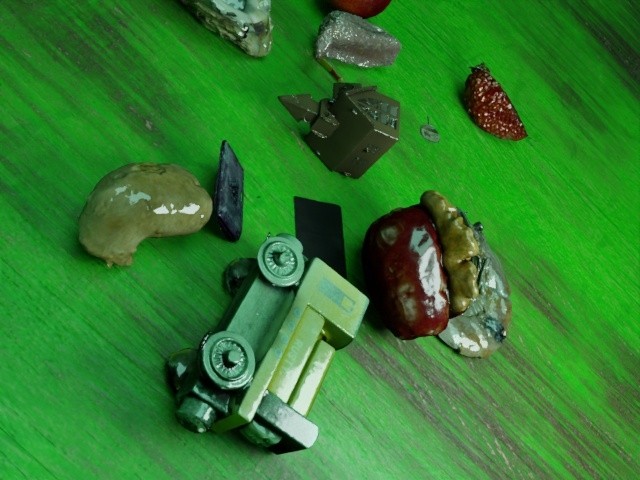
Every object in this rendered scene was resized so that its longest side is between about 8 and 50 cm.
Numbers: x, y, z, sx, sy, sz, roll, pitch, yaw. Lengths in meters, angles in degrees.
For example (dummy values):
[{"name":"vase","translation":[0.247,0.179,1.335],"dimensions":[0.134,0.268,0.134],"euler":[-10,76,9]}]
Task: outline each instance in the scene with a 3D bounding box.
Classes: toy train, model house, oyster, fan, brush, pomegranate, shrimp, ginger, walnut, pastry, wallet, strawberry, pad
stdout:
[{"name":"toy train","translation":[-0.080,0.173,1.073],"dimensions":[0.253,0.160,0.397],"euler":[39,50,-15]},{"name":"model house","translation":[0.023,-0.275,1.352],"dimensions":[0.248,0.181,0.176],"euler":[19,56,-24]},{"name":"oyster","translation":[-0.232,-0.552,1.398],"dimensions":[0.351,0.114,0.238],"euler":[47,42,-8]},{"name":"fan","translation":[0.276,-0.284,1.624],"dimensions":[0.060,0.003,0.080],"euler":[-17,75,-37]},{"name":"brush","translation":[0.027,-0.416,1.534],"dimensions":[0.083,0.019,0.021],"euler":[46,41,0]},{"name":"pomegranate","translation":[0.087,-0.669,1.592],"dimensions":[0.235,0.210,0.210],"euler":[31,49,18]},{"name":"shrimp","translation":[0.314,0.083,1.411],"dimensions":[0.246,0.085,0.361],"euler":[7,65,-21]},{"name":"ginger","translation":[-0.293,-0.058,1.077],"dimensions":[0.267,0.152,0.138],"euler":[-25,50,-33]},{"name":"walnut","translation":[0.211,0.048,1.253],"dimensions":[0.221,0.243,0.269],"euler":[-6,76,-55]},{"name":"pastry","translation":[0.077,-0.489,1.541],"dimensions":[0.265,0.103,0.112],"euler":[-6,58,-43]},{"name":"wallet","translation":[-0.174,-0.093,1.191],"dimensions":[0.030,0.111,0.166],"euler":[-6,62,10]},{"name":"strawberry","translation":[0.460,-0.360,1.722],"dimensions":[0.236,0.106,0.175],"euler":[59,15,8]},{"name":"pad","translation":[0.000,0.000,1.305],"dimensions":[0.116,0.004,0.193],"euler":[11,59,-27]}]
